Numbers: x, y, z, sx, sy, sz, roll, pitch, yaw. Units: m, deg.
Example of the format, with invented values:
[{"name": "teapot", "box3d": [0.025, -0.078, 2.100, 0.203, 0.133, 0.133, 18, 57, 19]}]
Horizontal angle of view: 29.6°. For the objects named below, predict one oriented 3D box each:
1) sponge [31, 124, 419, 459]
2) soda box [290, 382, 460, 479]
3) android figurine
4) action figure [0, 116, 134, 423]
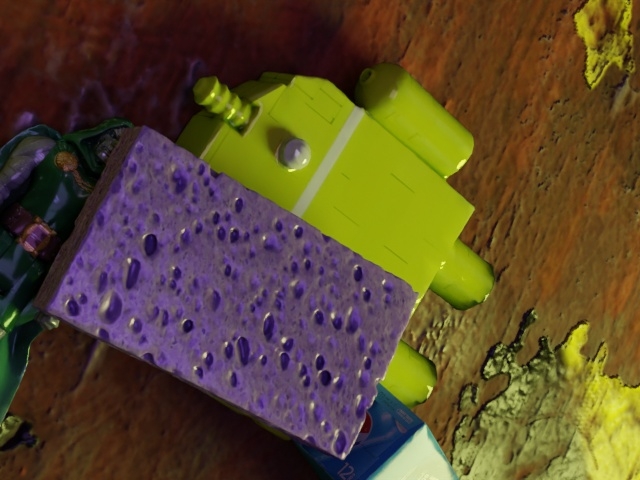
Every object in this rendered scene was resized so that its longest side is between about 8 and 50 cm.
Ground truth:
[{"name": "sponge", "box3d": [-0.047, 0.034, 0.708, 0.210, 0.031, 0.117, 31, 74, -26]}, {"name": "soda box", "box3d": [0.060, 0.182, 0.824, 0.067, 0.071, 0.210, -42, 134, -11]}, {"name": "android figurine", "box3d": [0.000, 0.000, 0.795, 0.273, 0.056, 0.248, 39, 79, -33]}, {"name": "action figure", "box3d": [-0.182, 0.017, 0.683, 0.137, 0.063, 0.232, 45, 72, -27]}]
